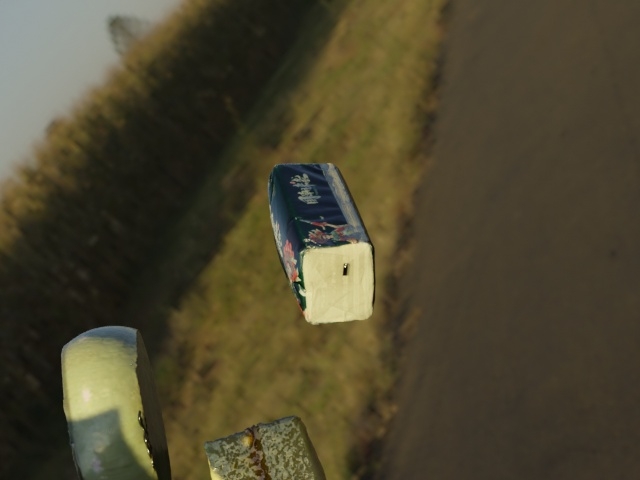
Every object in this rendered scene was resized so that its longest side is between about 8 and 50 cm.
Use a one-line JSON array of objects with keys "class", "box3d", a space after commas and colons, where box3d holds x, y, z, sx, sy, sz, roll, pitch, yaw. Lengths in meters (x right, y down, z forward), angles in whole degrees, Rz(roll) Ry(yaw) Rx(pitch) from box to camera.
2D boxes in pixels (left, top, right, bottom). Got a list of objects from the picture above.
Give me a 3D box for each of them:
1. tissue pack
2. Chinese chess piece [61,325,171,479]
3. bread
[{"class": "tissue pack", "box3d": [0.000, 0.000, 1.727, 0.170, 0.091, 0.103, -110, 17, -55]}, {"class": "Chinese chess piece", "box3d": [-0.236, 0.212, 1.896, 0.092, 0.237, 0.238, -10, 7, -2]}, {"class": "bread", "box3d": [-0.058, 0.410, 2.342, 0.168, 0.264, 0.163, -19, 34, 3]}]
